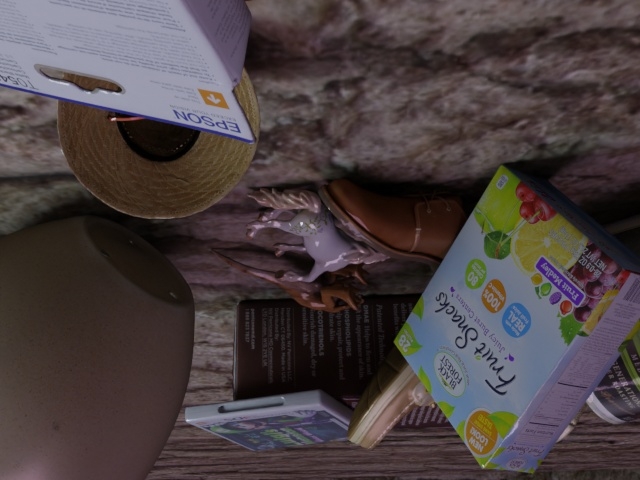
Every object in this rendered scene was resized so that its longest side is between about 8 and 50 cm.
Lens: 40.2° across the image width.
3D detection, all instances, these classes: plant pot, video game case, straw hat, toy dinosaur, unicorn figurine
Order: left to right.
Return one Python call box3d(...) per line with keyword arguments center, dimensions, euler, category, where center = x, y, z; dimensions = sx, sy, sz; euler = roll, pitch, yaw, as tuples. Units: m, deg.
box3d(center=(-0.231, 0.087, 0.833), dimensions=(0.191, 0.284, 0.284), euler=(-49, 141, 10), category="plant pot")
box3d(center=(-0.112, -0.092, 0.610), dimensions=(0.144, 0.145, 0.061), euler=(3, -163, -12), category="straw hat")
box3d(center=(-0.045, 0.225, 1.073), dimensions=(0.173, 0.022, 0.190), euler=(-10, 154, 18), category="video game case")
box3d(center=(-0.011, 0.056, 0.973), dimensions=(0.112, 0.064, 0.211), euler=(-16, 153, 32), category="toy dinosaur")
box3d(center=(0.000, 0.000, 0.847), dimensions=(0.111, 0.060, 0.162), euler=(-10, 156, 20), category="unicorn figurine")

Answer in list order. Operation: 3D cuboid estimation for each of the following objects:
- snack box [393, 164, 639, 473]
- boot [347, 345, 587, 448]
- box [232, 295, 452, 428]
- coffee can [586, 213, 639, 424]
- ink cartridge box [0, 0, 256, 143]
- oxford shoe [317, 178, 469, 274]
box3d(center=(0.172, 0.067, 0.764), dimensions=(0.070, 0.174, 0.207), euler=(14, 114, -32), category="snack box")
box3d(center=(0.175, 0.175, 0.985), dimensions=(0.203, 0.262, 0.095), euler=(39, -174, -7), category="boot")
box3d(center=(0.084, 0.163, 1.140), dimensions=(0.381, 0.143, 0.191), euler=(0, 156, 1), category="box")
box3d(center=(0.385, 0.051, 0.817), dimensions=(0.275, 0.202, 0.201), euler=(-21, 150, 37), category="coffee can")
box3d(center=(-0.151, -0.141, 0.438), dimensions=(0.223, 0.045, 0.224), euler=(15, 161, 19), category="ink cartridge box")
box3d(center=(0.088, -0.023, 0.818), dimensions=(0.212, 0.076, 0.076), euler=(20, 119, -37), category="oxford shoe")
